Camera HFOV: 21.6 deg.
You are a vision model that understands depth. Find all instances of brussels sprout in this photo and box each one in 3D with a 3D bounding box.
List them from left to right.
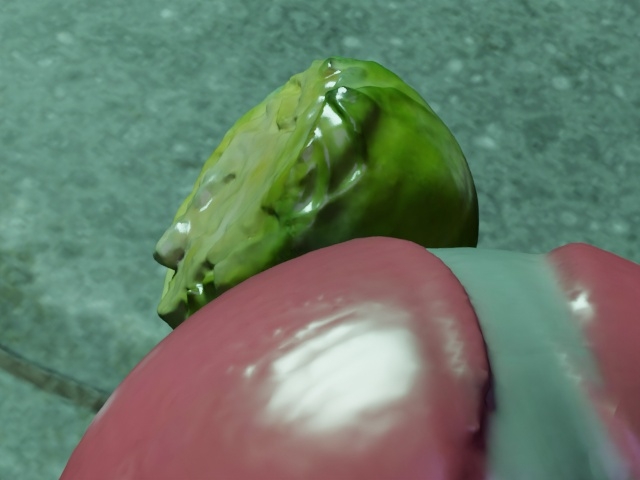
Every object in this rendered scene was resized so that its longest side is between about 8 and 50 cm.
[{"bbox_3d":[0.005,0.001,0.770,0.122,0.151,0.149,41,25,-19],"label":"brussels sprout"}]

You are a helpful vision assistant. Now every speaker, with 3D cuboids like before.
[{"bbox_3d":[0.051,0.140,0.576,0.294,0.294,0.294,6,56,-8],"label":"speaker"}]
